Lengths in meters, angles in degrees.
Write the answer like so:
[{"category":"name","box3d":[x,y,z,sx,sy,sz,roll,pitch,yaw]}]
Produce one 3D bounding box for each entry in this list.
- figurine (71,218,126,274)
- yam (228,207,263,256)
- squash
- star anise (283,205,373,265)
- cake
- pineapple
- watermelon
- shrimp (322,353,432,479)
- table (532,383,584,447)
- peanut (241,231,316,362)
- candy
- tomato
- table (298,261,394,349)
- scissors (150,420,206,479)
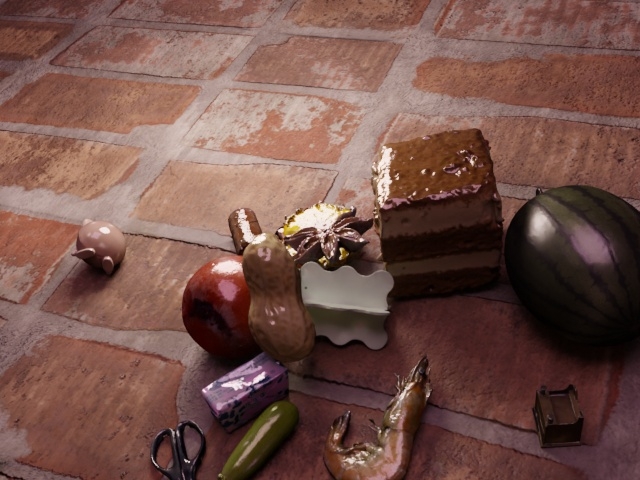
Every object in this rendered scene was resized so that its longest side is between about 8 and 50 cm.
[{"category":"figurine","box3d":[-0.538,0.012,1.778,0.125,0.125,0.138,-13,33,-1]},{"category":"yam","box3d":[-0.177,-0.011,1.753,0.079,0.079,0.141,-18,43,-7]},{"category":"squash","box3d":[-0.115,0.375,1.346,0.066,0.066,0.201,27,58,34]},{"category":"star anise","box3d":[0.027,0.004,1.580,0.208,0.063,0.172,-25,30,-14]},{"category":"cake","box3d":[0.243,-0.058,1.555,0.282,0.290,0.255,-9,40,7]},{"category":"pineapple","box3d":[0.000,0.000,1.698,0.225,0.076,0.224,-4,47,4]},{"category":"watermelon","box3d":[0.503,0.036,1.409,0.279,0.278,0.359,-21,41,-9]},{"category":"shrimp","box3d":[0.109,0.329,1.355,0.169,0.058,0.296,10,51,25]},{"category":"table","box3d":[0.420,0.307,1.284,0.070,0.082,0.083,-5,43,6]},{"category":"peanut","box3d":[-0.086,0.114,1.379,0.124,0.256,0.123,-15,8,2]},{"category":"candy","box3d":[-0.142,0.295,1.413,0.160,0.092,0.073,-29,51,-20]},{"category":"tomato","box3d":[-0.187,0.140,1.499,0.208,0.208,0.184,6,28,18]},{"category":"table","box3d":[0.048,0.135,1.503,0.198,0.166,0.166,7,46,7]},{"category":"scissors","box3d":[-0.241,0.458,1.317,0.109,0.022,0.300,-21,45,-5]}]
